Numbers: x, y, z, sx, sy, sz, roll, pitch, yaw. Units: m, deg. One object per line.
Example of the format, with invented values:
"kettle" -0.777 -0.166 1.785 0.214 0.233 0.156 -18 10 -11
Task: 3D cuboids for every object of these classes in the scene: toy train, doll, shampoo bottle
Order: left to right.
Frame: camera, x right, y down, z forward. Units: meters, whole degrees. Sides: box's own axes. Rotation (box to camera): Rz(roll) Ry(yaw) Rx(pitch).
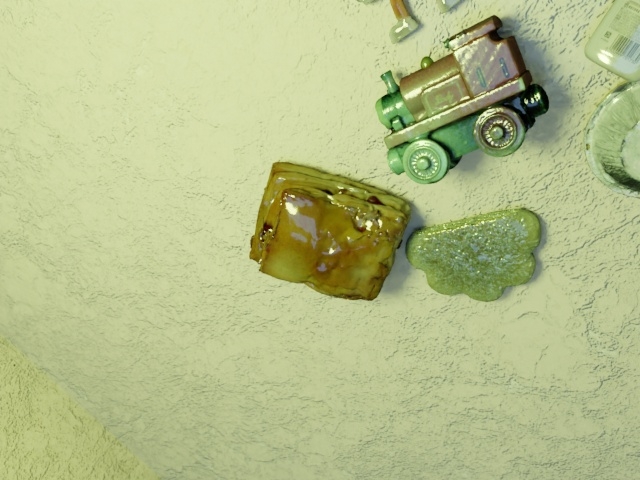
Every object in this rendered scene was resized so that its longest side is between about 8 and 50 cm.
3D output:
"doll" 0.129 -0.456 0.971 0.183 0.085 0.217 -23 128 32
"toy train" 0.235 -0.236 1.038 0.304 0.150 0.222 -21 101 30
"shampoo bottle" 0.514 -0.363 0.896 0.108 0.051 0.221 38 120 18

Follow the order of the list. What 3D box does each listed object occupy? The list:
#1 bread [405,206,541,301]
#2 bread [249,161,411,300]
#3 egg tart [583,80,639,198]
"bread" 0.329 0.043 1.222 0.286 0.056 0.208 -17 112 29
"bread" 0.000 0.000 1.241 0.324 0.167 0.278 23 125 6
"egg tart" 0.570 -0.168 0.982 0.233 0.094 0.234 9 125 14
